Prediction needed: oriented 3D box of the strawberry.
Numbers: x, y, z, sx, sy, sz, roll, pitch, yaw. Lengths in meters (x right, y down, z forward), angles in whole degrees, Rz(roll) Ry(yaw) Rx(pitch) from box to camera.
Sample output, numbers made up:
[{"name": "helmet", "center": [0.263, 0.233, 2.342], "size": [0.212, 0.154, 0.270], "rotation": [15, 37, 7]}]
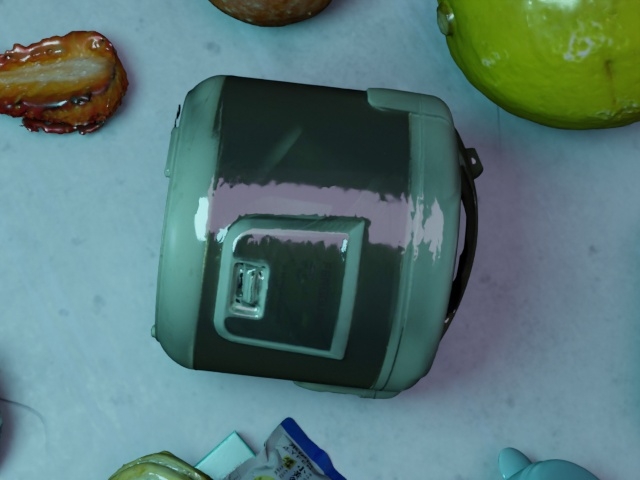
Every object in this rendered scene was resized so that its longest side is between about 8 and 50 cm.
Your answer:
[{"name": "strawberry", "center": [-0.317, -0.181, 1.283], "size": [0.188, 0.082, 0.121], "rotation": [-1, 58, 4]}]

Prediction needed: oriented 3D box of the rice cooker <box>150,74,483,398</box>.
[{"name": "rice cooker", "center": [0.000, 0.000, 1.146], "size": [0.325, 0.335, 0.335], "rotation": [7, 77, -4]}]

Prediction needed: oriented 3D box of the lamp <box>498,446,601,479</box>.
[{"name": "lamp", "center": [0.289, 0.354, 1.163], "size": [0.284, 0.147, 0.209], "rotation": [29, 33, 6]}]

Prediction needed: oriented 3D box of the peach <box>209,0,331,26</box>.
[{"name": "peach", "center": [-0.047, -0.360, 1.264], "size": [0.232, 0.232, 0.233], "rotation": [1, 78, -5]}]

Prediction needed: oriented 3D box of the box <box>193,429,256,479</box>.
[{"name": "box", "center": [-0.083, 0.347, 1.201], "size": [0.161, 0.042, 0.226], "rotation": [-40, 85, -10]}]

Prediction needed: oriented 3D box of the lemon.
[{"name": "lemon", "center": [0.301, -0.284, 1.232], "size": [0.347, 0.348, 0.348], "rotation": [1, 78, -5]}]

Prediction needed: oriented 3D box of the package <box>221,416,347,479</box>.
[{"name": "package", "center": [-0.014, 0.286, 1.176], "size": [0.171, 0.173, 0.027], "rotation": [44, 122, 6]}]

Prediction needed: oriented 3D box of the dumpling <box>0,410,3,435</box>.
[{"name": "dumpling", "center": [-0.457, 0.203, 1.160], "size": [0.226, 0.243, 0.175], "rotation": [23, 36, -18]}]

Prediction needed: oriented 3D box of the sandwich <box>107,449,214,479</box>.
[{"name": "sandwich", "center": [-0.179, 0.375, 1.129], "size": [0.273, 0.095, 0.249], "rotation": [-43, 81, 6]}]
